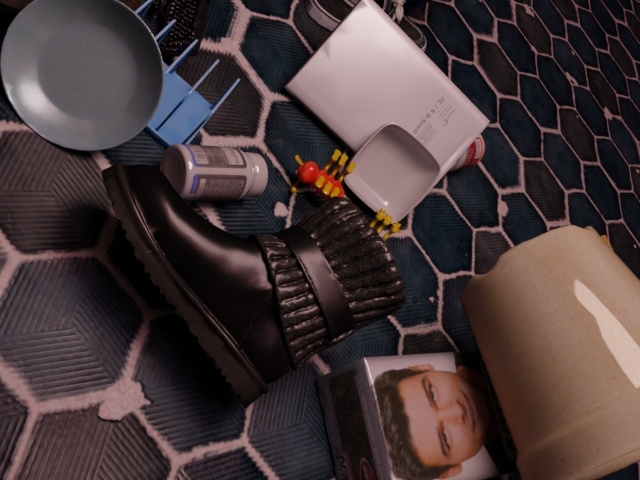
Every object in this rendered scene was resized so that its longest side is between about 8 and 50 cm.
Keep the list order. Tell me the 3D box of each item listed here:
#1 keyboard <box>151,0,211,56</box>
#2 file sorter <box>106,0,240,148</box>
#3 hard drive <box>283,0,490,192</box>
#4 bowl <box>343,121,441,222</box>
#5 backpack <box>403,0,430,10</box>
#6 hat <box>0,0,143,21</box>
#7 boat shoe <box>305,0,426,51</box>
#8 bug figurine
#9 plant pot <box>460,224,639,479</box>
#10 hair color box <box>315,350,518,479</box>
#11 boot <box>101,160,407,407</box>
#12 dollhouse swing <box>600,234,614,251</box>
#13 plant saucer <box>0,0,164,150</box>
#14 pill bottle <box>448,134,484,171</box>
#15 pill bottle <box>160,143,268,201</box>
[{"bbox_3d":[-0.214,-0.368,1.019,0.038,0.100,0.191,45,51,-64],"label":"keyboard"},{"bbox_3d":[-0.216,-0.230,0.941,0.170,0.104,0.118,41,47,-16],"label":"file sorter"},{"bbox_3d":[0.122,-0.241,1.197,0.319,0.040,0.210,41,90,-16],"label":"hard drive"},{"bbox_3d":[0.120,-0.121,1.171,0.142,0.142,0.053,40,4,-17],"label":"bowl"},{"bbox_3d":[0.200,-0.567,1.499,0.120,0.098,0.101,-45,119,-47],"label":"backpack"},{"bbox_3d":[-0.357,-0.438,0.881,0.332,0.134,0.331,22,44,-22],"label":"hat"},{"bbox_3d":[0.119,-0.456,1.359,0.307,0.105,0.113,16,57,-34],"label":"boat shoe"},{"bbox_3d":[0.000,0.000,1.020,0.216,0.072,0.279,39,51,-9],"label":"bug figurine"},{"bbox_3d":[0.360,0.160,0.944,0.334,0.334,0.305,0,55,-41],"label":"plant pot"},{"bbox_3d":[0.185,0.269,1.003,0.375,0.114,0.185,4,64,-39],"label":"hair color box"},{"bbox_3d":[-0.076,0.003,0.837,0.260,0.131,0.347,-35,102,-11],"label":"boot"},{"bbox_3d":[0.470,0.214,1.323,0.315,0.305,0.346,52,16,-77],"label":"dollhouse swing"},{"bbox_3d":[-0.294,-0.211,0.845,0.195,0.195,0.037,41,6,-16],"label":"plant saucer"},{"bbox_3d":[0.251,-0.178,1.332,0.152,0.086,0.086,-15,78,-45],"label":"pill bottle"},{"bbox_3d":[-0.147,-0.093,0.943,0.137,0.078,0.078,-2,69,-42],"label":"pill bottle"}]
